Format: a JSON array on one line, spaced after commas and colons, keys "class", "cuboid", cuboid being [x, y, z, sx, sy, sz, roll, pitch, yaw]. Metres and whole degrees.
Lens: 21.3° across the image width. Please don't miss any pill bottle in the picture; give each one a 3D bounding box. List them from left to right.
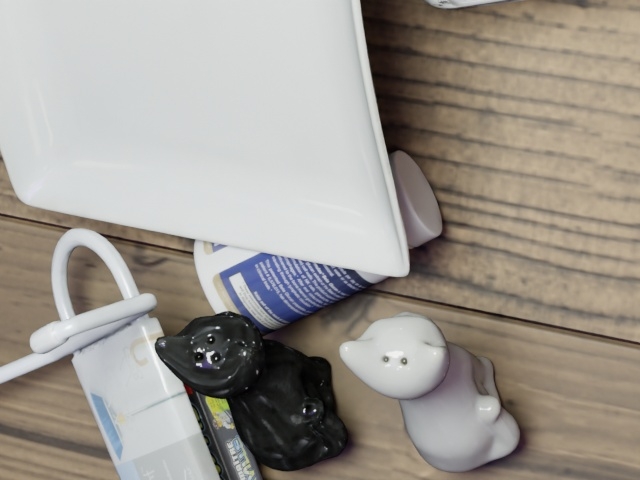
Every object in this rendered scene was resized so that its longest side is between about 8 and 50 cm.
[{"class": "pill bottle", "cuboid": [0.000, 0.000, 1.253, 0.169, 0.094, 0.094, -25, 87, 20]}]

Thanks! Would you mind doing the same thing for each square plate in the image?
[{"class": "square plate", "cuboid": [-0.106, -0.149, 1.151, 0.344, 0.049, 0.347, 10, 131, 28]}]

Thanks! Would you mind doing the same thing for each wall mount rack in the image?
[{"class": "wall mount rack", "cuboid": [-0.191, 0.182, 1.286, 0.304, 0.130, 0.350, -28, 83, 51]}]

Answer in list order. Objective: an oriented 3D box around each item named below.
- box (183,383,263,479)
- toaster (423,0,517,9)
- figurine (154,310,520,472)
[{"class": "box", "cuboid": [-0.097, 0.195, 1.323, 0.114, 0.036, 0.207, -21, 88, 37]}, {"class": "toaster", "cuboid": [0.147, -0.240, 1.160, 0.227, 0.129, 0.146, -7, 97, 14]}, {"class": "figurine", "cuboid": [0.016, 0.099, 1.188, 0.215, 0.209, 0.092, -2, 71, 20]}]
